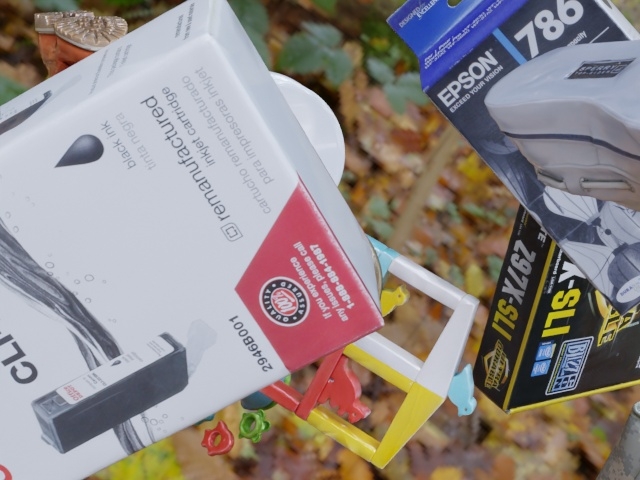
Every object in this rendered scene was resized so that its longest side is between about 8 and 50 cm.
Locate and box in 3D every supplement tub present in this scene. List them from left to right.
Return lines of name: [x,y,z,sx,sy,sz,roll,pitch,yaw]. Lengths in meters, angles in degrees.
supplement tub: [-0.117,-0.128,1.909,0.241,0.241,0.331,32,-8,-19]

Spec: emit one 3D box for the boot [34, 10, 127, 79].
boot: [-0.200,-0.149,1.089,0.059,0.085,0.158,-6,14,-23]

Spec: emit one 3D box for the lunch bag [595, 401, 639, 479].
lunch bag: [0.465,0.329,1.481,0.287,0.235,0.169,39,45,26]

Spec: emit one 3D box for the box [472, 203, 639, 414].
box: [0.333,0.040,1.557,0.257,0.322,0.079,-5,30,-33]

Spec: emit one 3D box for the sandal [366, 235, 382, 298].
sandal: [0.000,0.000,1.118,0.180,0.072,0.049,53,9,29]

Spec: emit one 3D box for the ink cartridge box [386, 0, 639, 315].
ink cartridge box: [0.213,-0.111,1.094,0.333,0.165,0.065,48,25,-1]

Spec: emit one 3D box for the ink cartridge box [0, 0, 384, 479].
ink cartridge box: [-0.129,0.012,0.749,0.197,0.272,0.114,58,11,-22]

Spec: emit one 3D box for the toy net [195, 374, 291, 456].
toy net: [-0.139,0.201,1.482,0.045,0.232,0.122,33,48,-46]

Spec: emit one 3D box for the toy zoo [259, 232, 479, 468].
toy zoo: [0.022,0.090,1.261,0.293,0.192,0.030,31,15,12]

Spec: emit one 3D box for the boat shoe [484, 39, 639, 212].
boat shoe: [0.187,-0.059,0.704,0.084,0.095,0.258,58,-10,-19]
